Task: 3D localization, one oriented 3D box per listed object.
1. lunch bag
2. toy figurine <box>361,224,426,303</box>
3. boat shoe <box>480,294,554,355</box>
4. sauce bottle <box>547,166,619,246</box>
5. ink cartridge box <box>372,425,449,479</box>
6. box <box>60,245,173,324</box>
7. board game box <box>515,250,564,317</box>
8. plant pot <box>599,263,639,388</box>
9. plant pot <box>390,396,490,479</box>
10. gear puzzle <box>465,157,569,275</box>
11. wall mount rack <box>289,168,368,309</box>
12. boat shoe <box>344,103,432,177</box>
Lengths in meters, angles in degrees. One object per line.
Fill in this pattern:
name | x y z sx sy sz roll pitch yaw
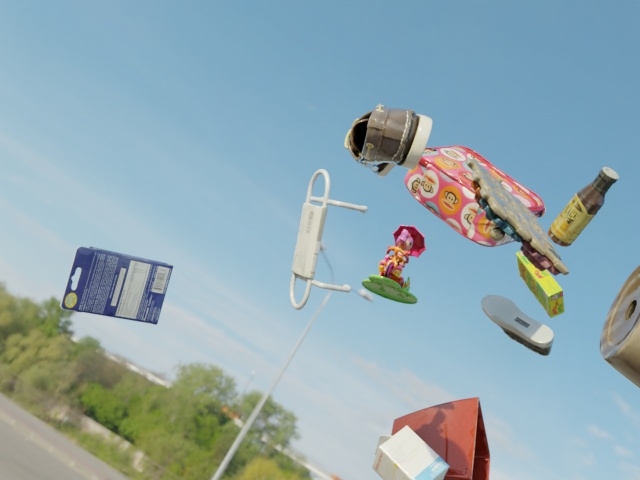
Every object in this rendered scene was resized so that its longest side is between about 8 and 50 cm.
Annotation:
lunch bag | 0.369 -0.110 1.788 0.293 0.258 0.120 43 -55 33
toy figurine | 0.171 0.036 1.668 0.130 0.159 0.173 15 -15 20
boat shoe | 0.495 0.219 1.948 0.219 0.077 0.070 39 -29 40
sauce bottle | 0.369 -0.048 1.072 0.042 0.042 0.128 30 -55 5
ink cartridge box | 0.183 0.472 1.619 0.143 0.089 0.092 42 -38 29
box | -0.428 0.093 1.603 0.225 0.137 0.036 16 0 -41
board game box | 0.593 0.113 2.069 0.181 0.043 0.092 -115 -177 -48
plant pot | 0.634 0.171 1.254 0.280 0.323 0.323 25 -20 5
plant pot | 0.310 0.597 2.021 0.235 0.267 0.267 -3 -51 19
gear puzzle | 0.292 -0.053 1.241 0.175 0.044 0.339 40 19 -13
wall mount rack | 0.000 0.000 1.937 0.130 0.350 0.304 10 3 -24
boat shoe | 0.097 -0.172 1.288 0.096 0.117 0.324 17 3 -9
